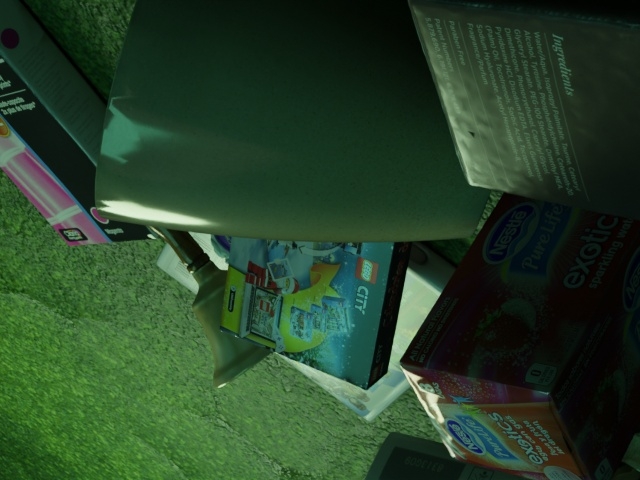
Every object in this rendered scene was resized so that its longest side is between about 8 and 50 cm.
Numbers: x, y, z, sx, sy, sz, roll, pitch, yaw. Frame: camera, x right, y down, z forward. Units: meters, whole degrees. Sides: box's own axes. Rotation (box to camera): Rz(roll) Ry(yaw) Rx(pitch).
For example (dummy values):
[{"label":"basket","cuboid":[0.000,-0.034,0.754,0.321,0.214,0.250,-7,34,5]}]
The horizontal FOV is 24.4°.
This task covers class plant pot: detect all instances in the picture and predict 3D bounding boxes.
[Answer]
[{"label":"plant pot","cuboid":[0.001,-0.101,1.118,0.274,0.256,0.256,17,149,1]}]

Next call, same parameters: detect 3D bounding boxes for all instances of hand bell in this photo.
[{"label":"hand bell","cuboid":[-0.129,0.016,1.489,0.242,0.126,0.126,52,149,-3]}]

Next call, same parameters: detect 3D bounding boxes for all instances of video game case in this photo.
[{"label":"video game case","cuboid":[-0.008,0.040,1.509,0.300,0.036,0.329,37,150,0]}]

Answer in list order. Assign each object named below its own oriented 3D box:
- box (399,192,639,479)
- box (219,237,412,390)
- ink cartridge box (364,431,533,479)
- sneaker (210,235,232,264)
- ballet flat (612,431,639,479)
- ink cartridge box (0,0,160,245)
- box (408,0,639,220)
[{"label":"box","cuboid":[0.184,0.040,1.077,0.128,0.257,0.122,9,142,40]},{"label":"box","cuboid":[0.000,0.000,1.318,0.159,0.044,0.233,20,118,22]},{"label":"ink cartridge box","cuboid":[0.262,0.354,1.567,0.308,0.091,0.385,6,148,43]},{"label":"sneaker","cuboid":[-0.029,0.012,1.393,0.170,0.068,0.071,26,136,10]},{"label":"ballet flat","cuboid":[0.285,0.231,1.455,0.057,0.052,0.168,33,151,2]},{"label":"ink cartridge box","cuboid":[-0.310,-0.146,1.536,0.176,0.069,0.371,-4,130,49]},{"label":"box","cuboid":[0.193,-0.128,0.915,0.203,0.168,0.167,15,143,34]}]
